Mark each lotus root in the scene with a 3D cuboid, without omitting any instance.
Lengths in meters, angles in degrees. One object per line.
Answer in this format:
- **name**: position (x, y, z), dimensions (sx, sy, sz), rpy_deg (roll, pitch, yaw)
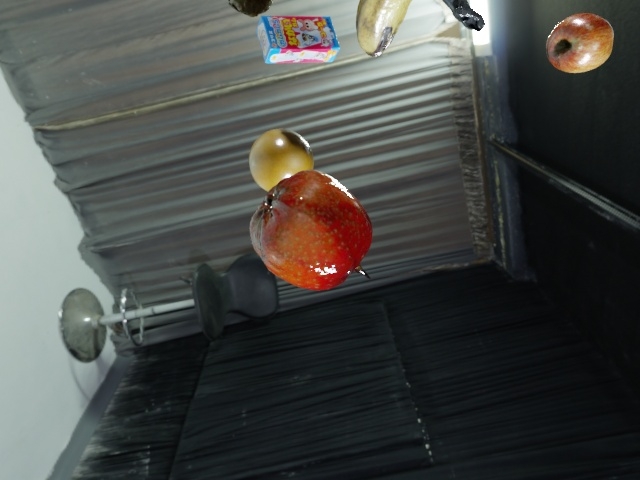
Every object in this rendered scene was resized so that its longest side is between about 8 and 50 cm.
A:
- **lotus root**: position (0.138, -0.489, 0.872), dimensions (0.110, 0.097, 0.258), rpy_deg (-46, 174, -38)

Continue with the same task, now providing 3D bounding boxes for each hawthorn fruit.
- **hawthorn fruit**: position (0.000, 0.000, 0.974), dimensions (0.300, 0.254, 0.254), rpy_deg (41, 19, -22)

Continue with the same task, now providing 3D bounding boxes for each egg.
- **egg**: position (-0.170, -0.341, 1.919), dimensions (0.351, 0.282, 0.283), rpy_deg (-148, -138, -66)

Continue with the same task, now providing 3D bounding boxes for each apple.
- **apple**: position (0.673, -0.508, 1.140), dimensions (0.146, 0.130, 0.147), rpy_deg (165, -90, -76)

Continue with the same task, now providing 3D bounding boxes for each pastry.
- **pastry**: position (-0.182, -0.646, 1.114), dimensions (0.153, 0.081, 0.154), rpy_deg (0, 91, -47)

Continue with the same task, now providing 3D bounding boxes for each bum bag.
- **bum bag**: position (0.574, -0.995, 1.855), dimensions (0.310, 0.137, 0.074), rpy_deg (53, -39, 8)

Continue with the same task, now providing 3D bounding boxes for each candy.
- **candy**: position (-0.089, -0.803, 1.763), dimensions (0.100, 0.305, 0.158), rpy_deg (143, -67, -65)
